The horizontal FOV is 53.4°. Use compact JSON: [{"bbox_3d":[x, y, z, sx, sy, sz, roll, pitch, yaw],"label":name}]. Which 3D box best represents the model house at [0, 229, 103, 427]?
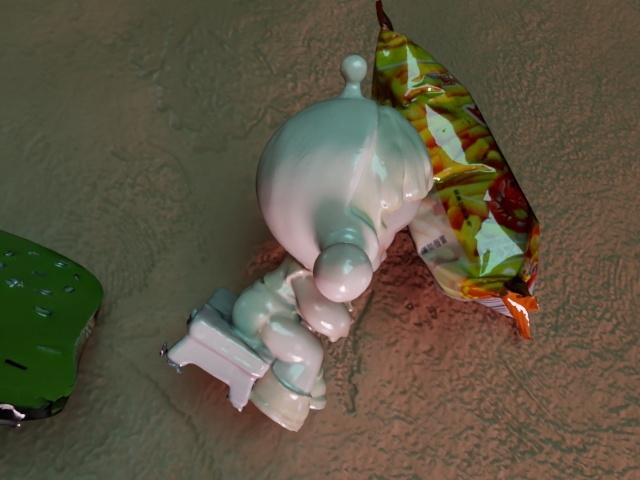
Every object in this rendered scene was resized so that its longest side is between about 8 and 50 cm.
[{"bbox_3d":[-0.321,0.073,0.429,0.294,0.207,0.154,22,107,-17],"label":"model house"}]

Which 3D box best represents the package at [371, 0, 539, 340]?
[{"bbox_3d":[0.119,-0.048,0.574,0.108,0.223,0.288,-26,70,14],"label":"package"}]

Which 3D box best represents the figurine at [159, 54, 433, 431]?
[{"bbox_3d":[-0.008,-0.005,0.481,0.144,0.182,0.257,31,96,16],"label":"figurine"}]
